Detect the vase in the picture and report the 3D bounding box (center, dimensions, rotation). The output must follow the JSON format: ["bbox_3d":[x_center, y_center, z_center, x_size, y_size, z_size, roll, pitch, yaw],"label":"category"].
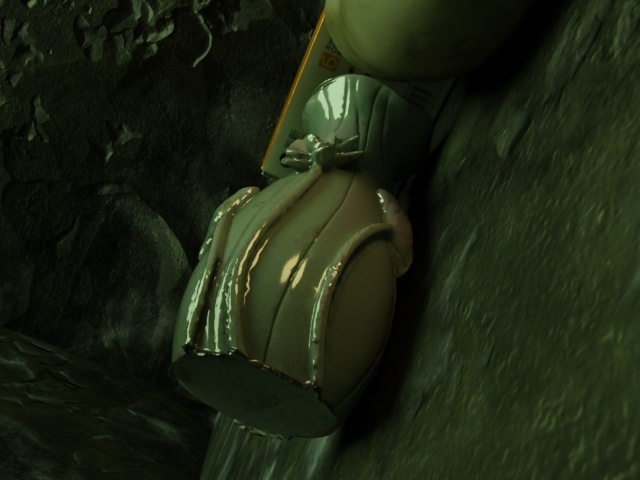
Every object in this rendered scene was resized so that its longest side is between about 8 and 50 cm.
[{"bbox_3d":[0.000,0.000,0.787,0.250,0.249,0.446,121,173,-54],"label":"vase"}]

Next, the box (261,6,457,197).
[{"bbox_3d":[0.055,-0.191,0.996,0.091,0.220,0.274,-84,20,-67],"label":"box"}]

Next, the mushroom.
[{"bbox_3d":[0.109,-0.328,0.745,0.353,0.353,0.325,-73,-19,-44],"label":"mushroom"}]
